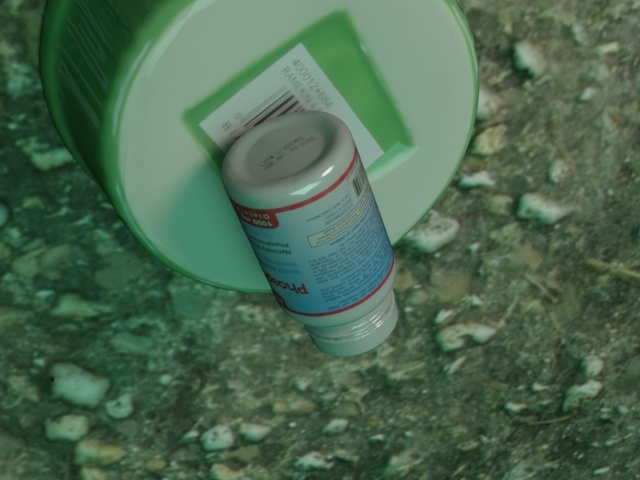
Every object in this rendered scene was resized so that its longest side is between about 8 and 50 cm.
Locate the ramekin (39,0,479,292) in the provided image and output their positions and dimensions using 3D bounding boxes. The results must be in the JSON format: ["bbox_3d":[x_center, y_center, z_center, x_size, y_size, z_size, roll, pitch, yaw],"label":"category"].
[{"bbox_3d":[-0.035,-0.109,0.877,0.303,0.148,0.303,-12,126,-17],"label":"ramekin"}]

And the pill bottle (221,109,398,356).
[{"bbox_3d":[0.000,0.000,0.814,0.087,0.087,0.160,-27,128,-6],"label":"pill bottle"}]
